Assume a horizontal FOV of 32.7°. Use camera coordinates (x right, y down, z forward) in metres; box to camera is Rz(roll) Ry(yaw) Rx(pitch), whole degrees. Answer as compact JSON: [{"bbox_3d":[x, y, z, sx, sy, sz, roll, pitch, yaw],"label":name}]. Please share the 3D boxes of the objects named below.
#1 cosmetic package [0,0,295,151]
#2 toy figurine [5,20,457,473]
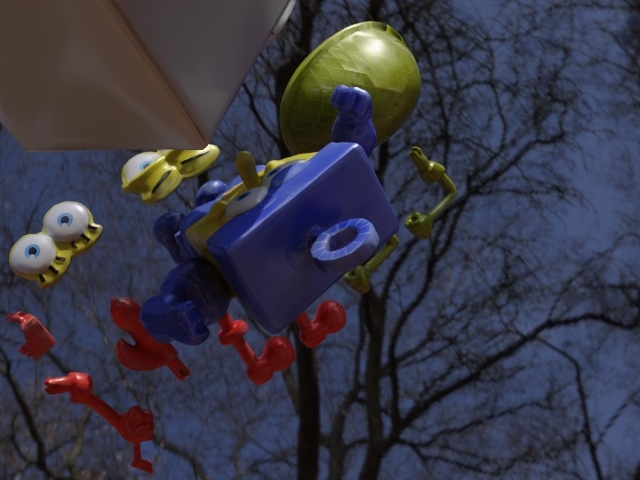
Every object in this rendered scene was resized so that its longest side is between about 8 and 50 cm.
[{"bbox_3d":[-0.155,-0.244,0.529,0.156,0.217,0.385,3,-39,32],"label":"cosmetic package"},{"bbox_3d":[0.000,0.000,0.694,0.362,0.217,0.191,-37,-71,-22],"label":"toy figurine"}]
